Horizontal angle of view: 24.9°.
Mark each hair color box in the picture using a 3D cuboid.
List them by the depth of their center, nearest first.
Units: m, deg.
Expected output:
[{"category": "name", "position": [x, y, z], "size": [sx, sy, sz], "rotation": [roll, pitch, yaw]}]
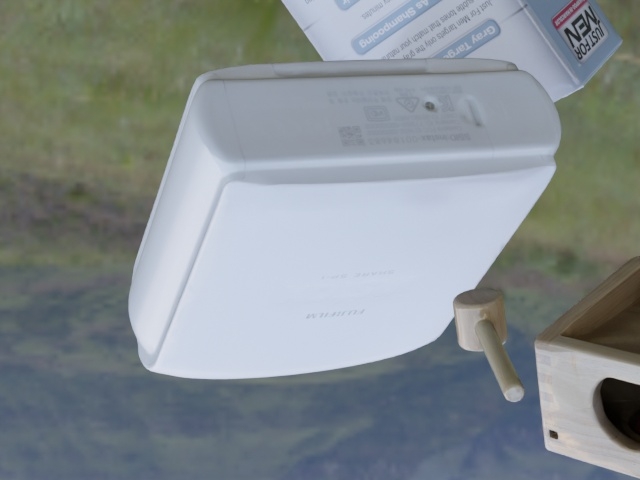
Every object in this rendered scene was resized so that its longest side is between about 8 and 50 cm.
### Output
[{"category": "hair color box", "position": [0.057, -0.253, 1.189], "size": [0.185, 0.374, 0.113], "rotation": [-31, -173, 38]}]

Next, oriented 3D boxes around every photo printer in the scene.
[{"category": "photo printer", "position": [0.000, 0.000, 1.041], "size": [0.256, 0.107, 0.307], "rotation": [-4, 150, -22]}]

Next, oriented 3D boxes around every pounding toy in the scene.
[{"category": "pounding toy", "position": [0.176, 0.090, 0.909], "size": [0.206, 0.094, 0.181], "rotation": [12, -148, 40]}]
